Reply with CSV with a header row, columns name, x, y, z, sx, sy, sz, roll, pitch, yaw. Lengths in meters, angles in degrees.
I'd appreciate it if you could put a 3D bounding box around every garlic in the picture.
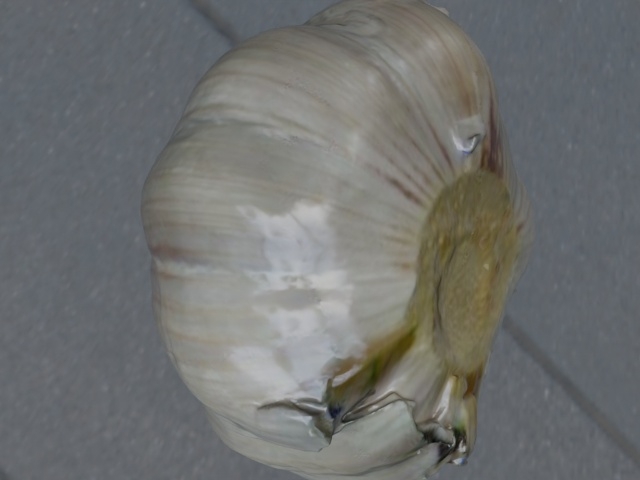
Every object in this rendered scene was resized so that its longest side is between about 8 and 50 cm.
name,x,y,z,sx,sy,sz,roll,pitch,yaw
garlic,0.014,-0.001,1.035,0.241,0.322,0.322,7,117,8
